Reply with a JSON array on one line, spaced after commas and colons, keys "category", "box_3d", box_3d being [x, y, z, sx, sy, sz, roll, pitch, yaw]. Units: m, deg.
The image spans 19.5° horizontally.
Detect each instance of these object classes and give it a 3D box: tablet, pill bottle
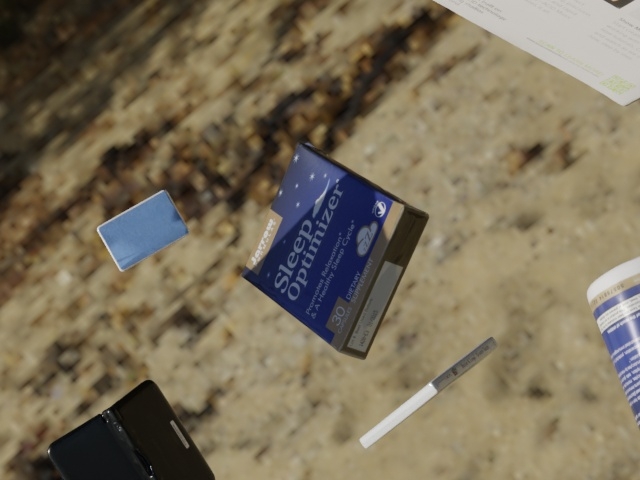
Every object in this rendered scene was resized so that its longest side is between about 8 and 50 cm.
[{"category": "tablet", "box_3d": [-0.184, -0.010, 1.933, 0.083, 0.054, 0.006, -30, 1, -4]}, {"category": "pill bottle", "box_3d": [0.257, 0.095, 1.297, 0.094, 0.169, 0.094, -18, -16, -5]}]

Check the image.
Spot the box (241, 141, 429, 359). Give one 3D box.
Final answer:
[{"category": "box", "box_3d": [0.000, 0.000, 1.637, 0.225, 0.036, 0.136, 34, 103, 56]}]

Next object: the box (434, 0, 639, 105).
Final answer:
[{"category": "box", "box_3d": [0.208, -0.203, 1.154, 0.322, 0.232, 0.058, -26, 45, 55]}]

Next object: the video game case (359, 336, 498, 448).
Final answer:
[{"category": "video game case", "box_3d": [0.134, 0.188, 2.300, 0.143, 0.019, 0.157, -31, -9, -47]}]

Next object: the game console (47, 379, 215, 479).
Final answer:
[{"category": "game console", "box_3d": [-0.177, 0.212, 1.758, 0.071, 0.122, 0.107, -28, 6, 37]}]
